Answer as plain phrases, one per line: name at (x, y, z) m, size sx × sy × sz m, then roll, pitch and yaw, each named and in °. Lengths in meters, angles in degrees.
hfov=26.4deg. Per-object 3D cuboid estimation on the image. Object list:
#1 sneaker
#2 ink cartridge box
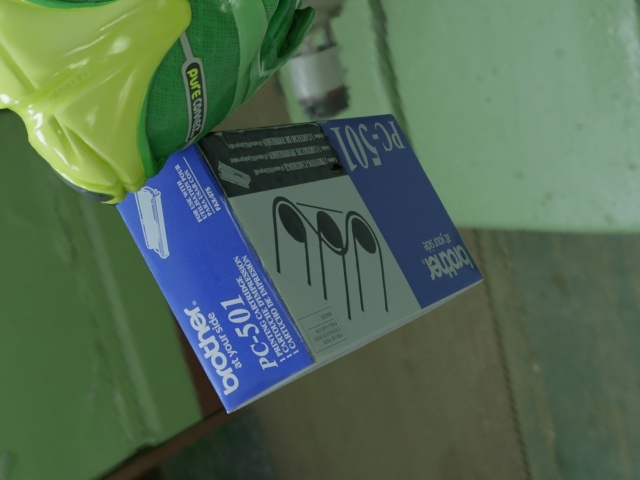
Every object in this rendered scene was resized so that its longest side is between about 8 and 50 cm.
sneaker at (-0.043, -0.102, 0.520) m, size 0.123 × 0.295 × 0.109 m, roll -34°, pitch 109°, yaw 13°
ink cartridge box at (0.000, 0.000, 0.585) m, size 0.046 × 0.207 × 0.097 m, roll -31°, pitch 84°, yaw 24°
